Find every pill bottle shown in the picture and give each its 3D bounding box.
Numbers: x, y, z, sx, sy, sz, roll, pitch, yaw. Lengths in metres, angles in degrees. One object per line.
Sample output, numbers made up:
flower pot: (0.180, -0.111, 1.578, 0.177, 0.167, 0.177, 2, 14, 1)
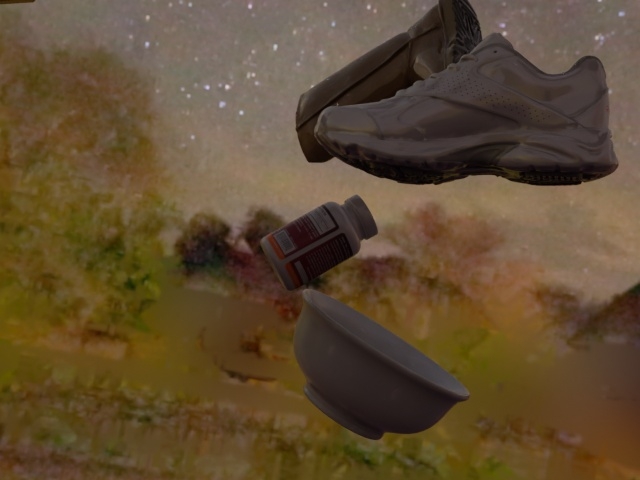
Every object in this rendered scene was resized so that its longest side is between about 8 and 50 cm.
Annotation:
pill bottle: (0.000, 0.000, 1.081, 0.152, 0.086, 0.086, -29, -4, -6)

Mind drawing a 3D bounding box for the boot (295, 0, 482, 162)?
boot: (0.084, -0.166, 0.982, 0.269, 0.236, 0.089, -29, -52, 33)

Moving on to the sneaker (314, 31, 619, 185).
sneaker: (0.111, -0.103, 0.608, 0.232, 0.115, 0.090, 3, -7, 11)

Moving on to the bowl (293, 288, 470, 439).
bowl: (0.067, 0.206, 1.175, 0.297, 0.134, 0.298, 31, 3, -2)

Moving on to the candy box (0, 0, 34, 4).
candy box: (-0.324, -0.288, 0.792, 0.027, 0.105, 0.206, 37, 19, -6)
